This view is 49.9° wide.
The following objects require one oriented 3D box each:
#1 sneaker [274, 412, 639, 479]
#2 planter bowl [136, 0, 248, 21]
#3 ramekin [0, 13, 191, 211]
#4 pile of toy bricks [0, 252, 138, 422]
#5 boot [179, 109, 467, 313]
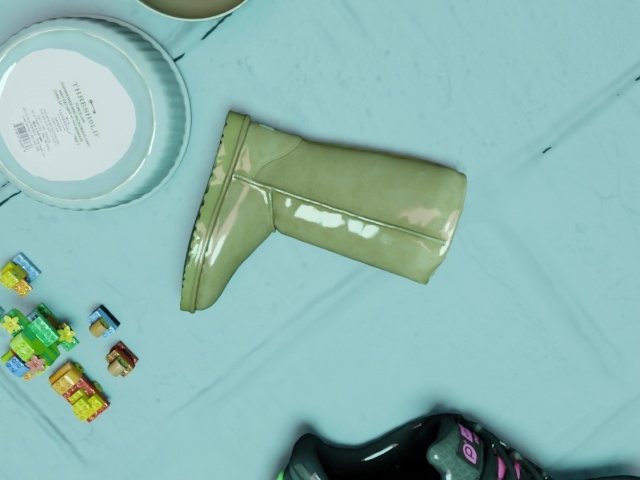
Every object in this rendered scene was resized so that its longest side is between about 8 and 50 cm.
[{"bbox_3d":[0.180,0.304,0.774,0.482,0.185,0.202,2,105,-6],"label":"sneaker"},{"bbox_3d":[-0.123,-0.291,0.669,0.162,0.109,0.162,-1,101,-5],"label":"planter bowl"},{"bbox_3d":[-0.238,-0.125,0.694,0.207,0.109,0.207,-1,102,-4],"label":"ramekin"},{"bbox_3d":[-0.299,0.110,0.738,0.118,0.105,0.212,-40,101,4],"label":"pile of toy bricks"},{"bbox_3d":[0.000,0.000,0.748,0.269,0.089,0.236,17,100,-9],"label":"boot"}]
